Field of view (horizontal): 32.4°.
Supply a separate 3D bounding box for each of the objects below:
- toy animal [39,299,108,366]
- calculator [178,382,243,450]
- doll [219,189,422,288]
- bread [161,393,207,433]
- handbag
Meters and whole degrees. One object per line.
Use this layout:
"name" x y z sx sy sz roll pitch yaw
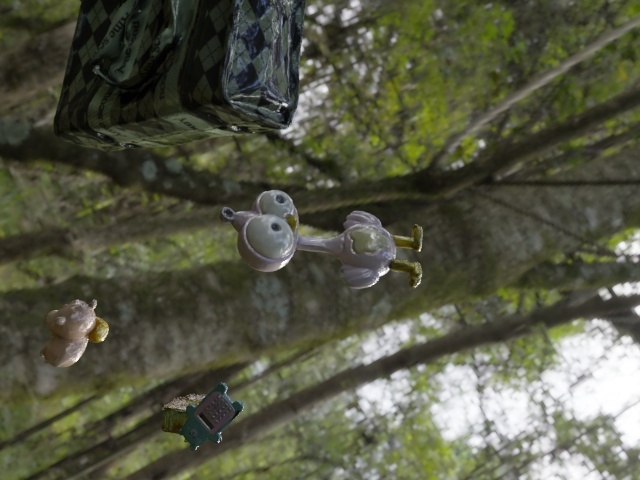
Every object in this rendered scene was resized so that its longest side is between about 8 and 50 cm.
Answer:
"toy animal" -0.392 0.133 1.689 0.091 0.114 0.082 27 -33 30
"calculator" -0.216 0.343 2.130 0.094 0.141 0.019 46 11 10
"doll" -0.001 0.000 1.931 0.094 0.365 0.160 122 -21 -55
"bread" -0.287 0.392 2.479 0.140 0.128 0.069 -29 121 -73
"handbag" -0.218 -0.308 1.658 0.416 0.180 0.316 -4 -103 42
